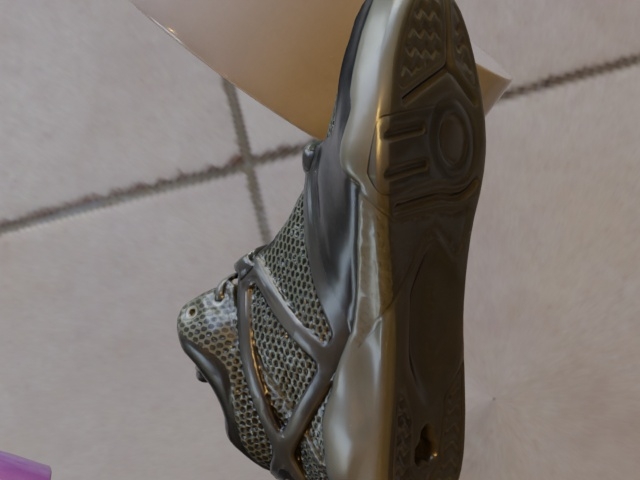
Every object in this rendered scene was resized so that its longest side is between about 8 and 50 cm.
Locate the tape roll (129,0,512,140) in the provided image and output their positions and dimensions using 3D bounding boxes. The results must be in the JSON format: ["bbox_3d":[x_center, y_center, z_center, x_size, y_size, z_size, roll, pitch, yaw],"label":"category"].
[{"bbox_3d":[-0.010,-0.119,0.829,0.219,0.219,0.072,37,101,8],"label":"tape roll"}]

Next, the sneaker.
[{"bbox_3d":[0.000,0.000,0.688,0.130,0.087,0.227,10,102,36],"label":"sneaker"}]

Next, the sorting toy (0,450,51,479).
[{"bbox_3d":[-0.137,0.270,0.693,0.126,0.127,0.365,20,53,-12],"label":"sorting toy"}]
